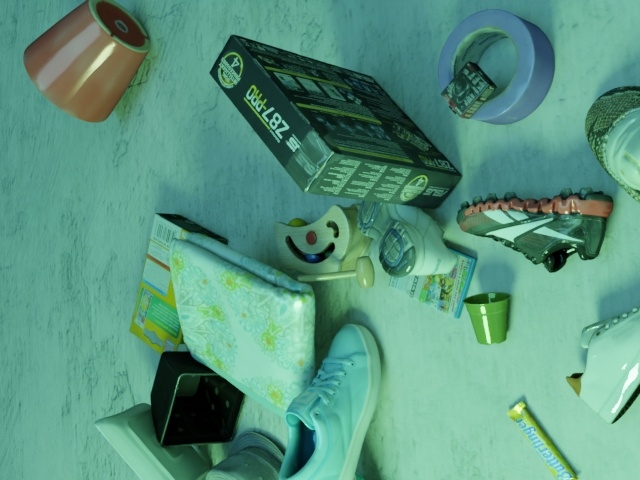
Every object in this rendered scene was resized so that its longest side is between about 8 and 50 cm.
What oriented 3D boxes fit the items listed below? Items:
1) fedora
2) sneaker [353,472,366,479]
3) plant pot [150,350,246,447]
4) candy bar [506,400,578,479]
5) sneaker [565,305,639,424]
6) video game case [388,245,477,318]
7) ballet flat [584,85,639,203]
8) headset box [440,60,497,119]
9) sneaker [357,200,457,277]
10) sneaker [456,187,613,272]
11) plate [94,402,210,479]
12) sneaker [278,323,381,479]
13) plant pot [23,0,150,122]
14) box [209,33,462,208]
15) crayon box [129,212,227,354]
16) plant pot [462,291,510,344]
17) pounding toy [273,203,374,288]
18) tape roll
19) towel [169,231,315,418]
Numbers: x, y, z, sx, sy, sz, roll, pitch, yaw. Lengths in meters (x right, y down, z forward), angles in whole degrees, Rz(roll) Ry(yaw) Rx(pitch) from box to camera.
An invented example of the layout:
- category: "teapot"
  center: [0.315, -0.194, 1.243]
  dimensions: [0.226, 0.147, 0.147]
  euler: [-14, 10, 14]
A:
- category: "fedora"
  center: [-0.168, 0.569, 1.746]
  dimensions: [0.275, 0.124, 0.244]
  euler: [38, 113, 35]
- category: "sneaker"
  center: [0.075, 0.598, 1.491]
  dimensions: [0.123, 0.178, 0.296]
  euler: [-26, 43, 37]
- category: "plant pot"
  center: [-0.301, 0.357, 1.840]
  dimensions: [0.167, 0.187, 0.188]
  euler: [34, 112, 51]
- category: "candy bar"
  center: [0.379, 0.350, 1.333]
  dimensions: [0.040, 0.018, 0.161]
  euler: [-51, 58, 29]
- category: "sneaker"
  center: [0.471, 0.137, 1.193]
  dimensions: [0.123, 0.105, 0.290]
  euler: [41, 117, 32]
- category: "video game case"
  center: [0.211, 0.063, 1.487]
  dimensions: [0.166, 0.015, 0.119]
  euler: [25, 105, 39]
- category: "ballet flat"
  center: [0.536, -0.069, 1.088]
  dimensions: [0.483, 0.182, 0.164]
  euler: [52, 122, 29]
- category: "headset box"
  center: [0.250, -0.253, 1.336]
  dimensions: [0.083, 0.032, 0.062]
  euler: [-51, 58, 30]
- category: "sneaker"
  center: [0.156, -0.024, 1.461]
  dimensions: [0.111, 0.129, 0.297]
  euler: [-63, 28, 31]
- category: "sneaker"
  center: [0.349, -0.014, 1.309]
  dimensions: [0.276, 0.097, 0.135]
  euler: [-1, 87, 40]
- category: "plate"
  center: [-0.363, 0.484, 1.797]
  dimensions: [0.045, 0.278, 0.277]
  euler: [-45, 81, 4]
- category: "sneaker"
  center: [0.012, 0.317, 1.502]
  dimensions: [0.135, 0.150, 0.366]
  euler: [-13, 55, 42]
- category: "plant pot"
  center: [-0.600, -0.493, 2.070]
  dimensions: [0.243, 0.275, 0.275]
  euler: [-39, 65, 23]
- category: "box"
  center: [0.038, -0.205, 1.391]
  dimensions: [0.318, 0.394, 0.097]
  euler: [51, 119, 29]
- category: "crayon box"
  center: [-0.358, 0.116, 1.947]
  dimensions: [0.203, 0.083, 0.323]
  euler: [25, 106, 39]
- category: "plant pot"
  center: [0.296, 0.140, 1.375]
  dimensions: [0.083, 0.083, 0.079]
  euler: [-2, 100, 42]
- category: "pounding toy"
  center: [0.000, 0.000, 1.580]
  dimensions: [0.269, 0.154, 0.154]
  euler: [11, 101, 41]
- category: "tape roll"
  center: [0.305, -0.300, 1.364]
  dimensions: [0.188, 0.080, 0.189]
  euler: [1, 91, 41]
- category: "towel"
  center: [-0.164, 0.177, 1.640]
  dimensions: [0.374, 0.090, 0.321]
  euler: [23, 131, 32]
